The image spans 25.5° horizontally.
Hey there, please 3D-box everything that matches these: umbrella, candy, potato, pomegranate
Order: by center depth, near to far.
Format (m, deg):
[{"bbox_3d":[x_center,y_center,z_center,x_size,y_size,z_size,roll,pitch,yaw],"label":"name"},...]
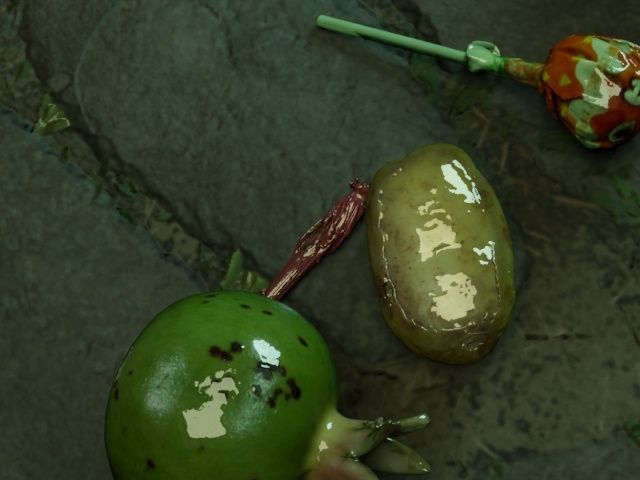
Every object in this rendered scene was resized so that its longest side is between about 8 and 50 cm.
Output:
[{"bbox_3d":[-0.038,0.133,0.983,0.224,0.181,0.181,19,77,18],"label":"pomegranate"},{"bbox_3d":[0.089,0.010,1.048,0.107,0.080,0.170,-15,74,-2],"label":"potato"},{"bbox_3d":[0.000,0.000,1.098,0.027,0.025,0.165,41,86,2],"label":"umbrella"},{"bbox_3d":[0.122,-0.137,1.104,0.288,0.078,0.084,17,97,25],"label":"candy"}]
